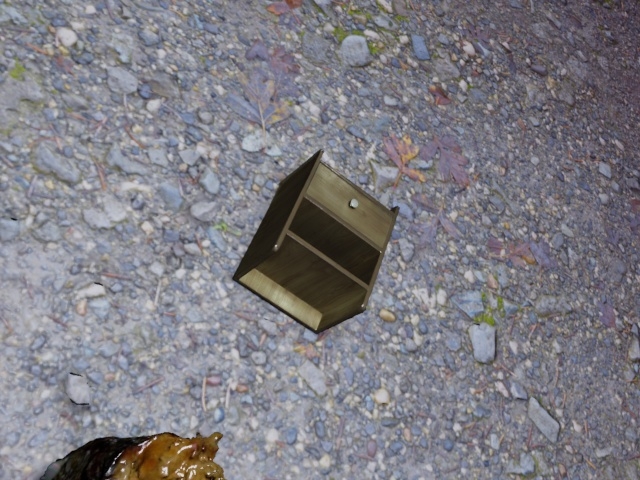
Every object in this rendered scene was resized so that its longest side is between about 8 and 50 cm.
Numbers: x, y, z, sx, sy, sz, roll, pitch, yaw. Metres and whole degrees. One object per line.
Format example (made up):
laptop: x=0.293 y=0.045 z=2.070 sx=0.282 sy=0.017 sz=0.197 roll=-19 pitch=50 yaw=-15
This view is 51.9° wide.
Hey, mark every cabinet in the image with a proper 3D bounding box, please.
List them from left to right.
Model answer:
cabinet: x=0.000 y=0.000 z=1.062 sx=0.174 sy=0.148 sz=0.215 roll=35 pitch=53 yaw=-17

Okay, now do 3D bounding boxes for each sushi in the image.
sushi: x=-0.233 y=0.376 z=0.702 sx=0.234 sy=0.207 sz=0.349 roll=24 pitch=60 yaw=-33
